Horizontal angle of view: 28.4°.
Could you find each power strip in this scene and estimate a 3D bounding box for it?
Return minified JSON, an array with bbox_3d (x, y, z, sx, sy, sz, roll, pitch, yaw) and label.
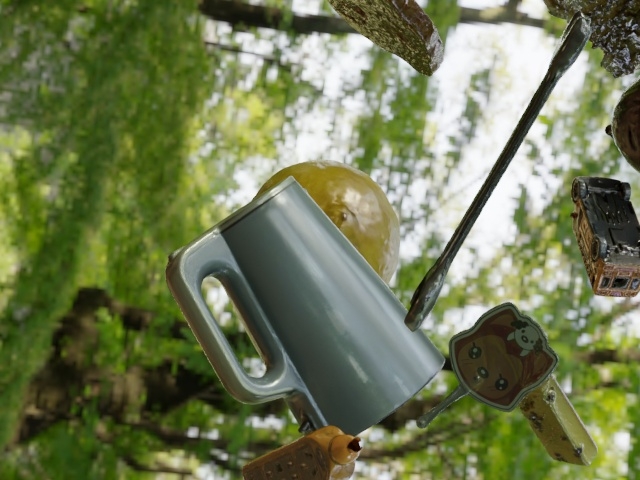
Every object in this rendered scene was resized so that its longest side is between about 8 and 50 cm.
[{"bbox_3d":[-0.015,0.195,1.086,0.178,0.028,0.049,-35,-107,51],"label":"power strip"}]

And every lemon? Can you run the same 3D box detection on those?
[{"bbox_3d":[-0.001,0.000,1.771,0.263,0.236,0.236,-1,99,-71],"label":"lemon"}]

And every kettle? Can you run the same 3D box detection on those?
[{"bbox_3d":[-0.028,0.078,1.229,0.243,0.210,0.160,54,-35,-4],"label":"kettle"}]

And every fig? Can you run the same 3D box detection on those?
[{"bbox_3d":[0.506,-0.178,1.901,0.249,0.186,0.204,1,-129,39],"label":"fig"}]

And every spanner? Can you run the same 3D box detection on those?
[{"bbox_3d":[0.124,-0.048,0.893,0.254,0.015,0.054,-61,-178,8],"label":"spanner"}]

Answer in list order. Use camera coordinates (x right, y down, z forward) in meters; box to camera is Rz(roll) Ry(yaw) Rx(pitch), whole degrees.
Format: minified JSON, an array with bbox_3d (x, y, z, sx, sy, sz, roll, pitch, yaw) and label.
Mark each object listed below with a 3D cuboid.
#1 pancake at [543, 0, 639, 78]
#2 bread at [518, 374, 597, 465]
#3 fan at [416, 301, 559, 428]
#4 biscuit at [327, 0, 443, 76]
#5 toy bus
[{"bbox_3d":[0.360,-0.323,1.490,0.057,0.244,0.266,-95,-164,-62],"label":"pancake"},{"bbox_3d":[0.387,0.295,2.115,0.088,0.226,0.049,6,-127,45],"label":"bread"},{"bbox_3d":[0.217,0.187,1.736,0.220,0.132,0.009,-41,180,8],"label":"fan"},{"bbox_3d":[0.079,-0.362,1.909,0.049,0.257,0.273,-51,155,-3],"label":"biscuit"},{"bbox_3d":[0.413,-0.009,1.825,0.194,0.083,0.088,-94,-169,-48],"label":"toy bus"}]
